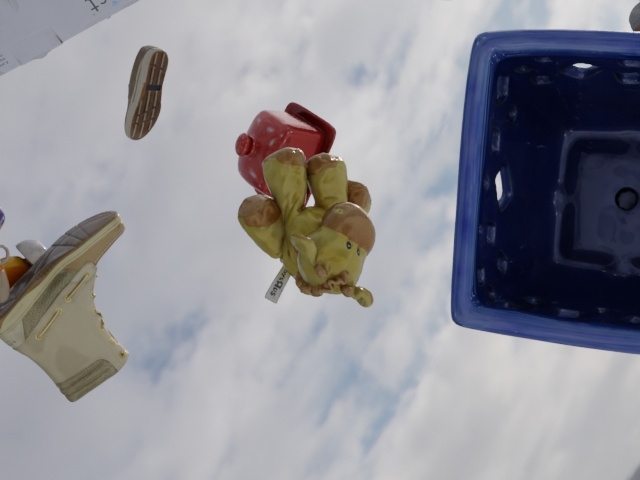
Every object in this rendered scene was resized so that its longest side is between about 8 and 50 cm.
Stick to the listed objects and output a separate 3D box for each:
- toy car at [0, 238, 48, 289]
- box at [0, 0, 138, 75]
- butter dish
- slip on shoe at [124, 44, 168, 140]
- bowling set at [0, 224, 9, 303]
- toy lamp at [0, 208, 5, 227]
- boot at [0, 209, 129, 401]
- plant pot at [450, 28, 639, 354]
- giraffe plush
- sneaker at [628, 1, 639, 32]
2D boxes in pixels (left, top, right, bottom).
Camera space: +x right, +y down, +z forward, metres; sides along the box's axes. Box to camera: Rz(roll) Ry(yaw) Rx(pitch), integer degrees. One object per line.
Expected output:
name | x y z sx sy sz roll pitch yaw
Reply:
toy car | -0.489 0.100 1.826 0.159 0.136 0.182 -48 -28 -7
box | -0.339 -0.298 1.063 0.262 0.127 0.231 -27 -51 9
butter dish | -0.075 -0.131 1.608 0.118 0.160 0.160 16 -76 -35
slip on shoe | -0.254 -0.211 1.516 0.051 0.041 0.135 -4 -66 -50
bowling set | -0.497 0.049 1.389 0.287 0.199 0.154 -22 -70 -44
toy lamp | -0.625 0.036 1.753 0.275 0.080 0.080 -53 -22 -38
boot | -0.360 0.102 1.668 0.262 0.095 0.203 -49 -63 -19
plant pot | 0.248 -0.034 0.870 0.212 0.235 0.236 4 -89 -69
giraffe plush | 0.000 0.000 1.335 0.181 0.170 0.210 10 -82 -23
sneaker | 0.310 -0.192 0.851 0.121 0.099 0.262 -20 -5 13
